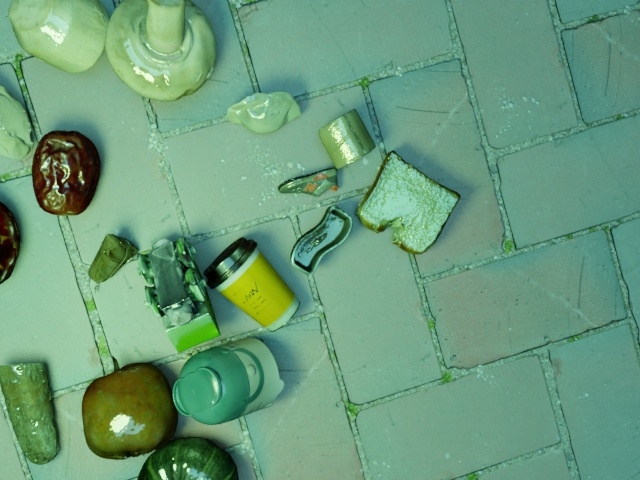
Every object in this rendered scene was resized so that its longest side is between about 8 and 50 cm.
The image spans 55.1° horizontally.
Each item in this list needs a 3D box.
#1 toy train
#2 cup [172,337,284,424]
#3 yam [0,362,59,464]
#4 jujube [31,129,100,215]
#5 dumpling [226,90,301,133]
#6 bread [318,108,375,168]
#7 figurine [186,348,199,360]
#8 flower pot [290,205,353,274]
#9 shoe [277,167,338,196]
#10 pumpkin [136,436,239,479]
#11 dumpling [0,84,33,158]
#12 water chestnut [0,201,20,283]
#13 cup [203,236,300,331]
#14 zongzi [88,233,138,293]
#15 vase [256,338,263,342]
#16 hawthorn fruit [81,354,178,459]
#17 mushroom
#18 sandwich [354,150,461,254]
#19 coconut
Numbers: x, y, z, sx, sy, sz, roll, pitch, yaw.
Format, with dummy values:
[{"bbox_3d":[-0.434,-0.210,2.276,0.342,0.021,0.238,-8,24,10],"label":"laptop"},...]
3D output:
[{"bbox_3d":[-0.404,0.144,1.764,0.173,0.249,0.307,-22,49,-6],"label":"toy train"},{"bbox_3d":[-0.291,0.423,1.798,0.289,0.257,0.219,-30,75,34],"label":"cup"},{"bbox_3d":[-0.849,0.502,1.810,0.133,0.133,0.331,-12,97,-6],"label":"yam"},{"bbox_3d":[-0.737,-0.197,1.779,0.183,0.183,0.243,7,99,-6],"label":"jujube"},{"bbox_3d":[-0.172,-0.396,1.841,0.228,0.151,0.124,-10,66,-5],"label":"dumpling"},{"bbox_3d":[0.078,-0.308,1.870,0.134,0.148,0.141,-24,98,33],"label":"bread"},{"bbox_3d":[-0.385,0.379,1.892,0.047,0.050,0.083,-34,95,1],"label":"figurine"},{"bbox_3d":[0.000,0.000,1.892,0.103,0.108,0.229,43,88,-6],"label":"flower pot"},{"bbox_3d":[-0.033,-0.167,1.902,0.194,0.074,0.077,-17,99,-7],"label":"shoe"},{"bbox_3d":[-0.393,0.726,1.830,0.300,0.207,0.300,0,105,1],"label":"pumpkin"},{"bbox_3d":[-0.946,-0.344,1.780,0.172,0.142,0.247,-20,103,30],"label":"dumpling"},{"bbox_3d":[-0.988,0.005,1.703,0.299,0.300,0.300,0,92,-6],"label":"water chestnut"},{"bbox_3d":[-0.200,0.134,1.843,0.196,0.196,0.280,-45,103,-3],"label":"cup"},{"bbox_3d":[-0.644,0.059,1.789,0.189,0.178,0.081,-45,78,-2],"label":"zongzi"},{"bbox_3d":[-0.195,0.359,1.912,0.053,0.053,0.101,-4,88,-6],"label":"vase"},{"bbox_3d":[-0.553,0.475,1.780,0.267,0.268,0.301,-12,78,-6],"label":"hawthorn fruit"},{"bbox_3d":[-0.460,-0.582,1.738,0.315,0.315,0.356,-17,132,-5],"label":"mushroom"},{"bbox_3d":[0.270,-0.106,1.924,0.273,0.095,0.249,31,88,-5],"label":"sandwich"},{"bbox_3d":[-0.725,-0.603,1.734,0.244,0.247,0.245,-4,77,20],"label":"coconut"}]
